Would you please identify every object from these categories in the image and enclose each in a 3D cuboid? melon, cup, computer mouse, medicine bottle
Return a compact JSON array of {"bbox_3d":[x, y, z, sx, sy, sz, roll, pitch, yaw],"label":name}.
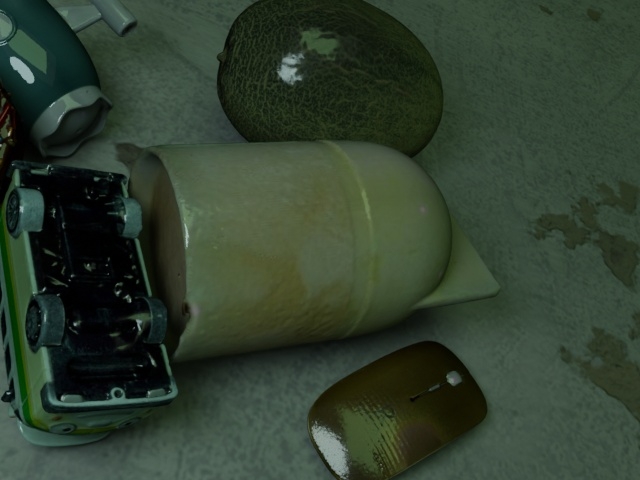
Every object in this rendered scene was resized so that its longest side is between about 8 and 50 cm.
[{"bbox_3d":[0.015,-0.215,1.060,0.329,0.248,0.248,13,50,-22],"label":"melon"},{"bbox_3d":[-0.357,-0.200,0.952,0.300,0.167,0.173,-41,87,-13],"label":"cup"},{"bbox_3d":[0.098,0.199,0.901,0.245,0.056,0.126,-18,64,-34],"label":"computer mouse"},{"bbox_3d":[0.000,0.000,0.889,0.406,0.235,0.235,-4,57,-28],"label":"medicine bottle"}]

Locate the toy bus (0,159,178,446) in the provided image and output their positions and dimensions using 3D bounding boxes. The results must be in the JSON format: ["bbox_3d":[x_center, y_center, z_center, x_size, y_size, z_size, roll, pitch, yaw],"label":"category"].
[{"bbox_3d":[-0.255,0.070,0.779,0.134,0.165,0.276,5,52,-37],"label":"toy bus"}]

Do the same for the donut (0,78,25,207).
[{"bbox_3d":[-0.426,-0.096,0.830,0.230,0.096,0.216,-31,79,0],"label":"donut"}]
